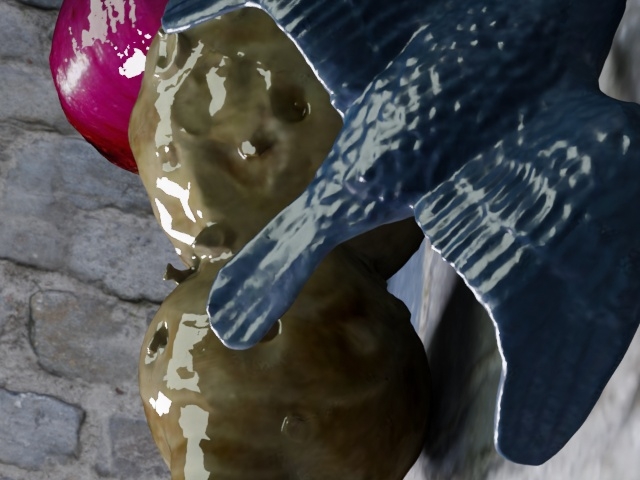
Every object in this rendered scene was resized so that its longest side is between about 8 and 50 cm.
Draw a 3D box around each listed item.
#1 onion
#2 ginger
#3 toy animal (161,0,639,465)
[{"bbox_3d":[-0.134,-0.170,1.610,0.398,0.398,0.420,123,136,-73],"label":"onion"},{"bbox_3d":[-0.009,0.019,0.741,0.256,0.176,0.375,47,-138,-55],"label":"ginger"},{"bbox_3d":[0.047,-0.054,0.481,0.255,0.239,0.176,-38,-26,1],"label":"toy animal"}]
